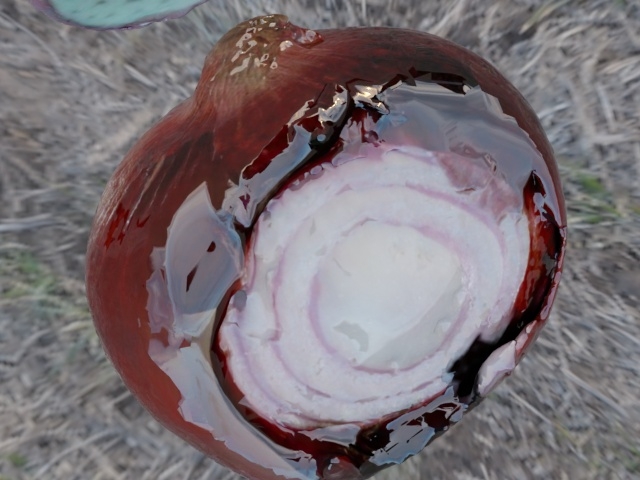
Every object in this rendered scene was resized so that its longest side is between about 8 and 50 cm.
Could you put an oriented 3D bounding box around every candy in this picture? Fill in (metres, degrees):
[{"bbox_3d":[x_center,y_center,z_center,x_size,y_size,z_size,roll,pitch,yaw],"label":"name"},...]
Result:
[{"bbox_3d":[-0.080,-0.129,0.698,0.103,0.103,0.043,-19,74,1],"label":"candy"}]

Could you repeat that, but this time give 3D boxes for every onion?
[{"bbox_3d":[0.007,0.004,1.161,0.341,0.341,0.341,0,92,1],"label":"onion"}]
